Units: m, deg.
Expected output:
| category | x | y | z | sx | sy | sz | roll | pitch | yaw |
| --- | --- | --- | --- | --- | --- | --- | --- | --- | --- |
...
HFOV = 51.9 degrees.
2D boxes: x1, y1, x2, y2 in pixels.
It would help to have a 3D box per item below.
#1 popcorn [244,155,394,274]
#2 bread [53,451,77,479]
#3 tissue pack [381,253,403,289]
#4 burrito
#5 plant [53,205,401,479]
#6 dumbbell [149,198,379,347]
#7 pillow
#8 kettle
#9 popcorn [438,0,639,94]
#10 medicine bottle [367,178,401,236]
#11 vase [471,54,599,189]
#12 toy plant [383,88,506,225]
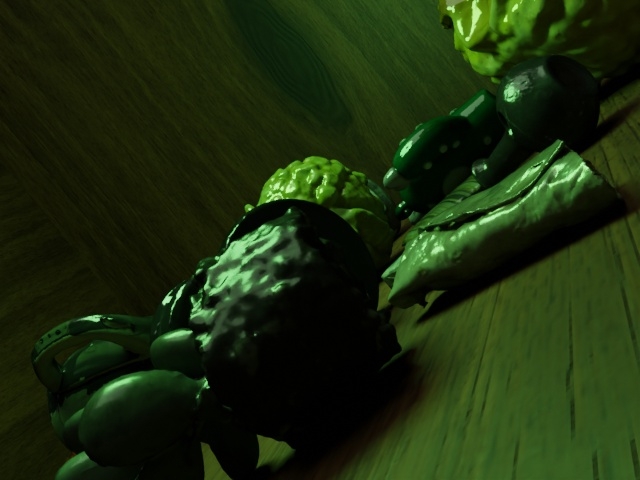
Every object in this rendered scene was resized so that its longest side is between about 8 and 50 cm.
| category | x | y | z | sx | sy | sz | roll | pitch | yaw |
| --- | --- | --- | --- | --- | --- | --- | --- | --- | --- |
| popcorn | 0.000 | 0.000 | 1.041 | 0.259 | 0.259 | 0.212 | -40 | 34 | -13 |
| bread | -0.368 | 0.378 | 0.996 | 0.139 | 0.095 | 0.269 | -47 | 1 | 27 |
| tissue pack | 0.111 | 0.019 | 0.680 | 0.083 | 0.042 | 0.062 | -40 | -1 | -40 |
| burrito | 0.133 | -0.009 | 0.520 | 0.226 | 0.060 | 0.087 | -37 | 7 | 43 |
| plant | -0.076 | 0.109 | 0.492 | 0.274 | 0.149 | 0.146 | -44 | 38 | 2 |
| dumbbell | -0.080 | 0.087 | 0.789 | 0.185 | 0.185 | 0.388 | -40 | 0 | -38 |
| pillow | 0.206 | -0.059 | 0.945 | 0.203 | 0.038 | 0.113 | -41 | 1 | -9 |
| kettle | -0.339 | 0.227 | 1.167 | 0.324 | 0.321 | 0.228 | -32 | 39 | 32 |
| popcorn | 0.362 | -0.389 | 0.972 | 0.349 | 0.349 | 0.381 | 147 | 136 | -84 |
| medicine bottle | 0.025 | 0.000 | 1.384 | 0.273 | 0.165 | 0.165 | -39 | 0 | -21 |
| vase | 0.248 | -0.130 | 0.790 | 0.120 | 0.120 | 0.183 | -40 | -15 | -38 |
| toy plant | 0.204 | -0.122 | 1.047 | 0.243 | 0.112 | 0.232 | -37 | -32 | -9 |
